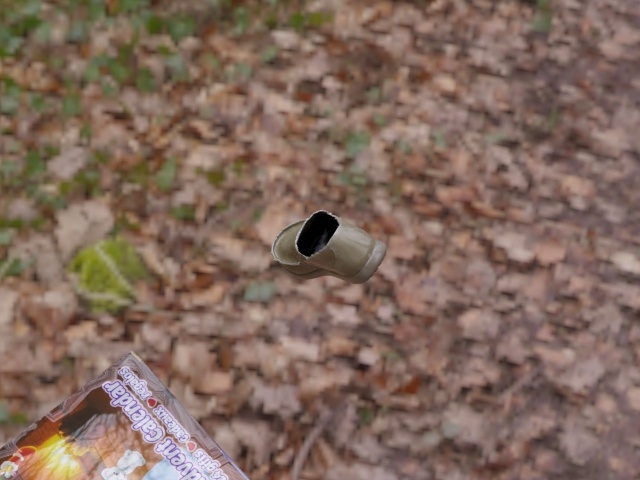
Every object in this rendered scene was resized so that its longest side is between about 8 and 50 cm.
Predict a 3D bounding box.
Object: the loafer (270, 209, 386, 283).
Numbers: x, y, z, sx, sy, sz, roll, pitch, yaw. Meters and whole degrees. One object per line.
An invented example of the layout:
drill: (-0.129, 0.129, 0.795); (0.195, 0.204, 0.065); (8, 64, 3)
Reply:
loafer: (0.000, 0.000, 1.282); (0.056, 0.050, 0.148); (-55, 27, -18)

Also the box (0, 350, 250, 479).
box: (-0.096, 0.227, 0.888); (0.201, 0.057, 0.293); (-38, 63, -17)
